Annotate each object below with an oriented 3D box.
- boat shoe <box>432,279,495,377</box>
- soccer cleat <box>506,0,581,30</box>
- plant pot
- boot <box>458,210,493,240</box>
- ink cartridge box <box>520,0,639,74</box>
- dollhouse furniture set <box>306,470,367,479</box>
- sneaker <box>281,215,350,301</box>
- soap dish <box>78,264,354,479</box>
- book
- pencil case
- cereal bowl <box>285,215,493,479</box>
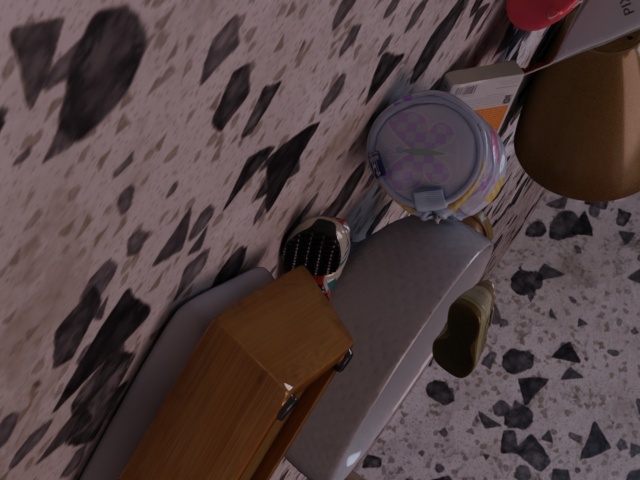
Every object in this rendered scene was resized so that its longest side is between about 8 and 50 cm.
[{"bbox_3d":[0.162,0.099,1.731,0.048,0.056,0.153,-46,158,-29],"label":"boat shoe"},{"bbox_3d":[0.285,-0.338,1.717,0.248,0.083,0.095,-62,174,10],"label":"soccer cleat"},{"bbox_3d":[0.414,-0.226,2.344,0.237,0.237,0.254,-51,155,-30],"label":"plant pot"},{"bbox_3d":[0.137,0.089,2.304,0.269,0.089,0.236,-51,168,-27],"label":"boot"},{"bbox_3d":[0.347,-0.284,1.861,0.385,0.091,0.308,-20,-177,21],"label":"ink cartridge box"},{"bbox_3d":[-0.103,0.406,1.962,0.362,0.256,0.394,-55,-169,-7],"label":"dollhouse furniture set"},{"bbox_3d":[0.000,0.000,1.491,0.161,0.057,0.075,98,10,-64],"label":"sneaker"},{"bbox_3d":[-0.098,0.172,1.331,0.291,0.118,0.229,-59,170,17],"label":"soap dish"},{"bbox_3d":[0.161,-0.137,1.763,0.096,0.035,0.144,-12,146,-28],"label":"book"},{"bbox_3d":[0.125,-0.082,1.589,0.113,0.124,0.273,-21,178,10],"label":"pencil case"},{"bbox_3d":[0.046,0.106,1.755,0.339,0.141,0.339,-55,170,-15],"label":"cereal bowl"}]
